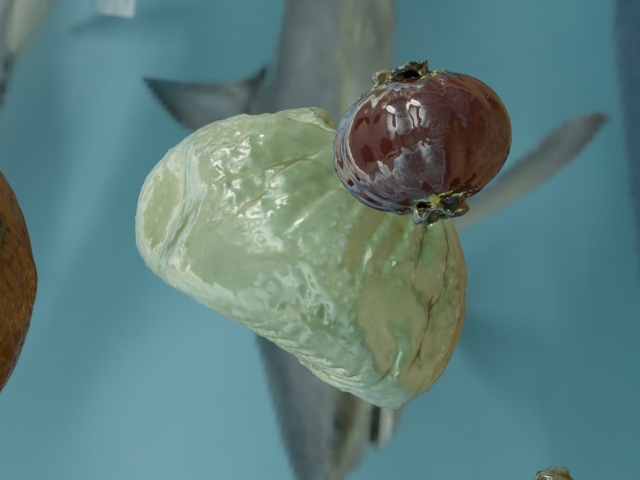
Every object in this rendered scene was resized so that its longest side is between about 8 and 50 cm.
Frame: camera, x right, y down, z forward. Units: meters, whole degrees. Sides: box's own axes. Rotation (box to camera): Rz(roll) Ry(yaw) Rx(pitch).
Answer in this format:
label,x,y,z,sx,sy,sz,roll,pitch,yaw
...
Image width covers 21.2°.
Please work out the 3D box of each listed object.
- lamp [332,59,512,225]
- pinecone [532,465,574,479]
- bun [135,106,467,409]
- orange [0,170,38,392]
label,x,y,z,sx,sy,sz,roll,pitch,yaw
lamp,0.057,-0.054,0.942,0.101,0.101,0.090,152,101,-77
pinecone,0.181,0.301,1.262,0.264,0.264,0.264,-175,90,-79
bun,0.000,0.000,1.657,0.349,0.352,0.227,30,88,36
orange,-0.220,0.023,0.714,0.206,0.206,0.206,-175,90,-79
